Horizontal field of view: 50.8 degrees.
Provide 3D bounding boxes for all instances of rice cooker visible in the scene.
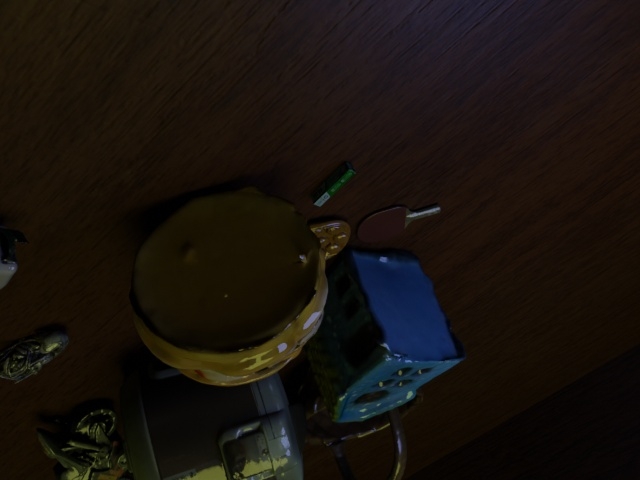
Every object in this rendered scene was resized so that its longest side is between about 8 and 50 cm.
[{"bbox_3d":[-0.189,0.354,1.269,0.325,0.335,0.335,-14,147,-13],"label":"rice cooker"}]

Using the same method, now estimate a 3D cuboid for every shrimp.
[{"bbox_3d":[-0.483,0.193,1.091,0.165,0.056,0.065,-29,164,-9],"label":"shrimp"}]

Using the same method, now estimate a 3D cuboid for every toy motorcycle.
[{"bbox_3d":[-0.479,0.467,1.388,0.173,0.108,0.307,-24,127,-30],"label":"toy motorcycle"}]

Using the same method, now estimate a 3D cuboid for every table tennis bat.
[{"bbox_3d":[0.137,-0.036,1.186,0.157,0.013,0.087,-16,145,-8],"label":"table tennis bat"}]

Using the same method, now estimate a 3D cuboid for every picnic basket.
[{"bbox_3d":[0.099,0.434,1.563,0.337,0.337,0.293,0,141,-32],"label":"picnic basket"}]

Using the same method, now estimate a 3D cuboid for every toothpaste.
[{"bbox_3d":[0.019,-0.085,1.030,0.017,0.020,0.083,18,129,-44],"label":"toothpaste"}]

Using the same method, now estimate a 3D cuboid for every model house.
[{"bbox_3d":[0.081,0.186,1.271,0.216,0.237,0.303,4,141,-34],"label":"model house"}]

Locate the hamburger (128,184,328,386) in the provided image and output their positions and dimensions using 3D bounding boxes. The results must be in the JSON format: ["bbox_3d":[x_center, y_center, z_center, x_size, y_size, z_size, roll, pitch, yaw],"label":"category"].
[{"bbox_3d":[-0.121,0.086,0.975,0.277,0.276,0.236,-17,149,-10],"label":"hamburger"}]

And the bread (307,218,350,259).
[{"bbox_3d":[0.000,0.000,1.139,0.110,0.024,0.110,-17,146,-12],"label":"bread"}]

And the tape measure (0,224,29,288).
[{"bbox_3d":[-0.494,0.044,0.832,0.196,0.105,0.178,-39,152,25],"label":"tape measure"}]
